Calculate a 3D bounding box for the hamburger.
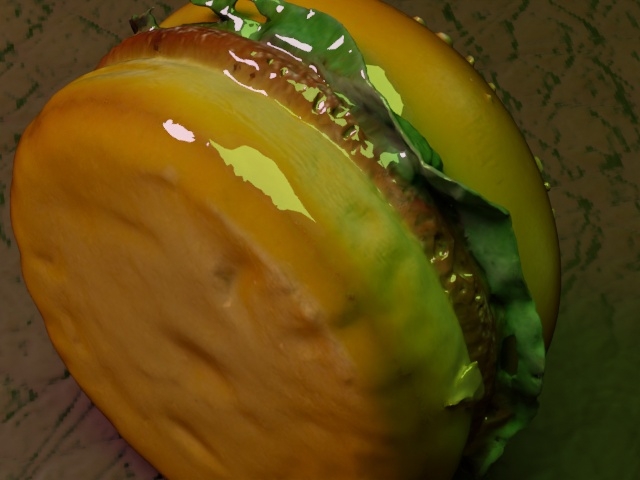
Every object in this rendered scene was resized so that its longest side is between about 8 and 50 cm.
[{"bbox_3d":[-0.001,0.001,0.705,0.246,0.246,0.170,31,51,23],"label":"hamburger"}]
